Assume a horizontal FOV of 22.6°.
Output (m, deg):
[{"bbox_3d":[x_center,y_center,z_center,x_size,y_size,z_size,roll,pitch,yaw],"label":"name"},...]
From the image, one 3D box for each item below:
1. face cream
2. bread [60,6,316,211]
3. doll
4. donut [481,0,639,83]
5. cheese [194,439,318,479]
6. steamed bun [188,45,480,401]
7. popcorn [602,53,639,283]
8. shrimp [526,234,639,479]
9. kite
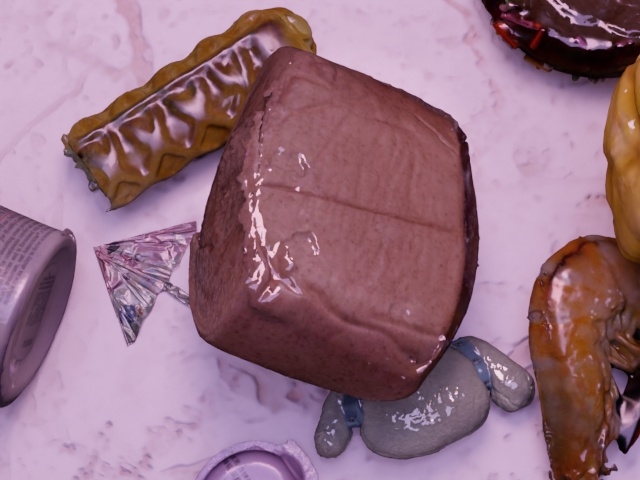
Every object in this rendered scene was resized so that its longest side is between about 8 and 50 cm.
[{"bbox_3d":[-0.325,0.049,1.472,0.153,0.177,0.177,20,78,3],"label":"face cream"},{"bbox_3d":[-0.121,-0.134,1.556,0.269,0.098,0.087,-34,120,-7],"label":"bread"},{"bbox_3d":[0.093,0.148,1.495,0.214,0.071,0.104,-17,78,-3],"label":"doll"},{"bbox_3d":[0.273,-0.277,1.574,0.269,0.103,0.270,-1,75,2],"label":"donut"},{"bbox_3d":[-0.089,0.256,1.489,0.191,0.042,0.105,-34,78,-6],"label":"cheese"},{"bbox_3d":[0.000,0.000,1.463,0.251,0.199,0.301,22,59,-22],"label":"steamed bun"},{"bbox_3d":[0.423,-0.059,1.404,0.390,0.354,0.344,32,113,-10],"label":"popcorn"},{"bbox_3d":[0.268,0.137,1.494,0.152,0.063,0.287,-4,91,-19],"label":"shrimp"},{"bbox_3d":[-0.153,0.041,1.557,0.156,0.011,0.139,29,82,8],"label":"kite"}]
